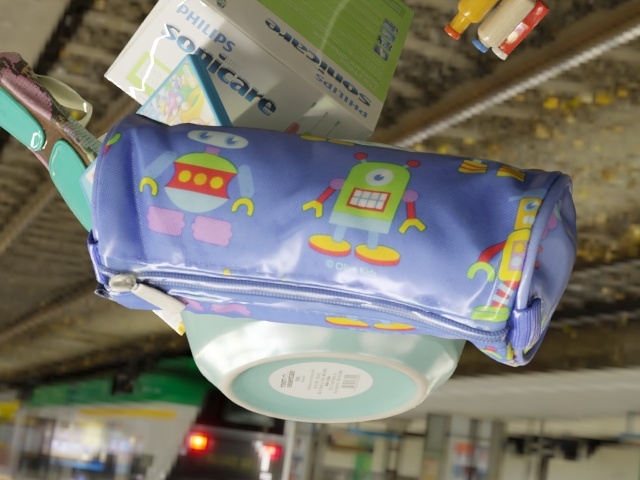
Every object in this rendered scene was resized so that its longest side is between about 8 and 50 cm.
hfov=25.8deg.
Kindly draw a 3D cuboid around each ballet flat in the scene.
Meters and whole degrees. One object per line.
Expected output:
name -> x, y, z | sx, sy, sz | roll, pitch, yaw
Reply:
ballet flat -> -0.225, -0.092, 1.251 | 0.221, 0.079, 0.077 | 45, 142, 9

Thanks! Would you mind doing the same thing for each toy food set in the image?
toy food set -> 0.246, -0.324, 1.955 | 0.111, 0.104, 0.232 | 40, -161, -5

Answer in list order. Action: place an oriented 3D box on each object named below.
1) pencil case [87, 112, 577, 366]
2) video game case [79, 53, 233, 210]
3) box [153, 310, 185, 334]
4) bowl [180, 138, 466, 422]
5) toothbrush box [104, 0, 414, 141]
pencil case -> 0.000, 0.000, 0.855 | 0.306, 0.133, 0.119 | 8, 139, 16
video game case -> -0.125, -0.049, 1.100 | 0.015, 0.119, 0.166 | 1, 145, -47
box -> -0.197, 0.043, 1.741 | 0.136, 0.081, 0.028 | 42, -163, 1
bowl -> 0.007, 0.055, 1.212 | 0.311, 0.163, 0.311 | 1, 154, 0
toothbrush box -> -0.043, -0.182, 1.274 | 0.206, 0.283, 0.122 | 37, 119, -11
